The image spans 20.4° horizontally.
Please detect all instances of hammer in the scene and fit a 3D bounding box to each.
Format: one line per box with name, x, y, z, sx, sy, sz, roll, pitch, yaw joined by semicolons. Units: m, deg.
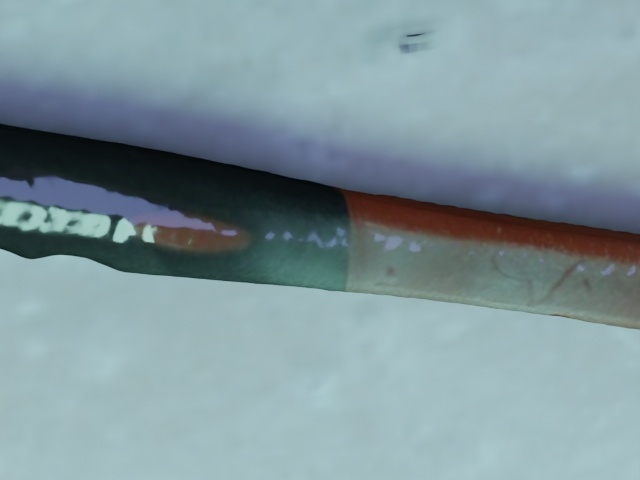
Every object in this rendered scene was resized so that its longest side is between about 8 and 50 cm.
hammer;0.000;0.000;0.372;0.288;0.033;0.111;7;106;-15
